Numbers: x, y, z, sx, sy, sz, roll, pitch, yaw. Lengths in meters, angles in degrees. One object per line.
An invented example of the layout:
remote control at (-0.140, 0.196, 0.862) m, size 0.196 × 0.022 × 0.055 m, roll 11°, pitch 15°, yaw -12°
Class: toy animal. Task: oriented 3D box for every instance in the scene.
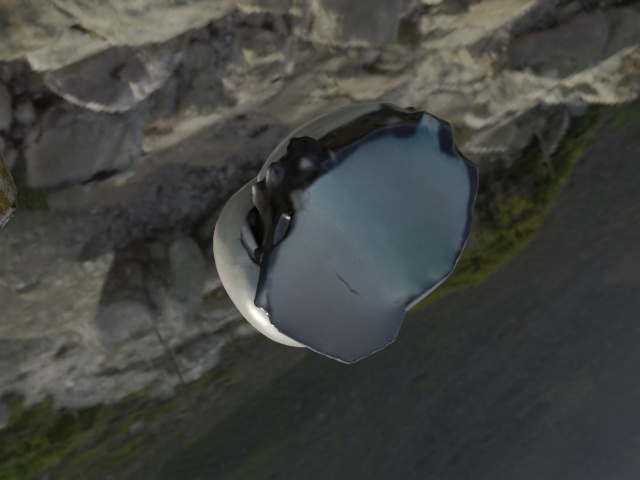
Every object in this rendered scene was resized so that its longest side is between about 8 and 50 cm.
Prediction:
toy animal at (0.000, 0.000, 0.651) m, size 0.166 × 0.138 × 0.179 m, roll -22°, pitch 180°, yaw -23°

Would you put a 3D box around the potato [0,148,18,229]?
potato at (-0.218, -0.042, 0.645) m, size 0.040 × 0.083 × 0.051 m, roll -9°, pitch -163°, yaw 26°
